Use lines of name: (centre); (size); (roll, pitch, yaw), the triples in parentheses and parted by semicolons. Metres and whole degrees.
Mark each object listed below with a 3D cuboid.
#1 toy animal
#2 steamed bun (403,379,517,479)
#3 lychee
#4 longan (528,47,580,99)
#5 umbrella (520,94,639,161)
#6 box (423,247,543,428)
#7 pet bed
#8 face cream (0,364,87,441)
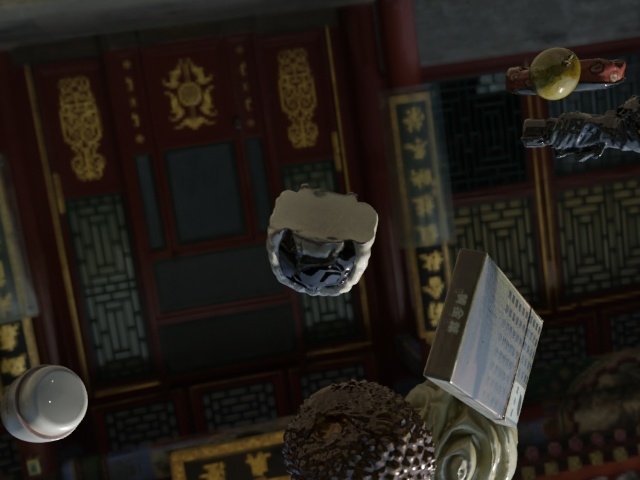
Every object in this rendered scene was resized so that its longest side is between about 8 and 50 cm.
toy animal: (0.000, 0.000, 1.714); (0.208, 0.156, 0.204); (10, -133, 0)
steamed bun: (0.287, 0.475, 1.862); (0.324, 0.309, 0.219); (32, -169, -25)
lychee: (0.076, 0.387, 1.565); (0.267, 0.267, 0.267); (-8, -171, 1)
longan: (0.322, -0.230, 1.170); (0.075, 0.075, 0.083); (-12, 161, -25)
umbrella: (0.353, -0.134, 1.033); (0.224, 0.080, 0.071); (3, 166, 26)
box: (0.243, 0.150, 1.233); (0.047, 0.180, 0.325); (9, 164, 31)
pet bed: (0.400, -0.270, 1.425); (0.201, 0.053, 0.201); (-6, -171, 1)
face cream: (-0.427, 0.253, 1.328); (0.104, 0.117, 0.117); (-26, 176, 38)
